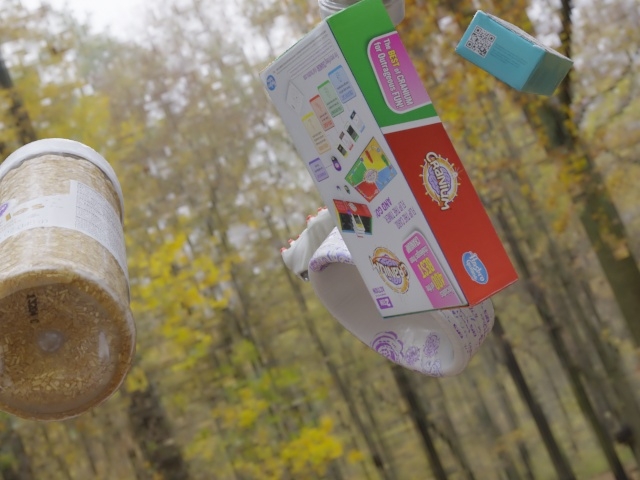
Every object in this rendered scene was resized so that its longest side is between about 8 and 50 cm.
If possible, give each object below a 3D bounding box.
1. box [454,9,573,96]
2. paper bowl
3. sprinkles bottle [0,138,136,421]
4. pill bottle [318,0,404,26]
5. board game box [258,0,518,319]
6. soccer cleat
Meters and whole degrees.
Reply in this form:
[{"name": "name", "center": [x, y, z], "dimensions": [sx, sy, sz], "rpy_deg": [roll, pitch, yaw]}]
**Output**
[{"name": "box", "center": [0.255, -0.237, 1.740], "dimensions": [0.060, 0.101, 0.244], "rpy_deg": [-59, -14, 13]}, {"name": "paper bowl", "center": [0.134, 0.066, 2.039], "dimensions": [0.148, 0.284, 0.284], "rpy_deg": [-52, 1, -25]}, {"name": "sprinkles bottle", "center": [-0.211, 0.017, 1.068], "dimensions": [0.121, 0.121, 0.355], "rpy_deg": [-21, 20, -3]}, {"name": "pill bottle", "center": [0.040, -0.348, 1.529], "dimensions": [0.119, 0.119, 0.208], "rpy_deg": [-18, -57, -17]}, {"name": "board game box", "center": [0.063, -0.075, 1.421], "dimensions": [0.064, 0.316, 0.242], "rpy_deg": [-28, 4, -19]}, {"name": "soccer cleat", "center": [0.000, 0.000, 2.294], "dimensions": [0.068, 0.076, 0.196], "rpy_deg": [-31, -12, -40]}]
